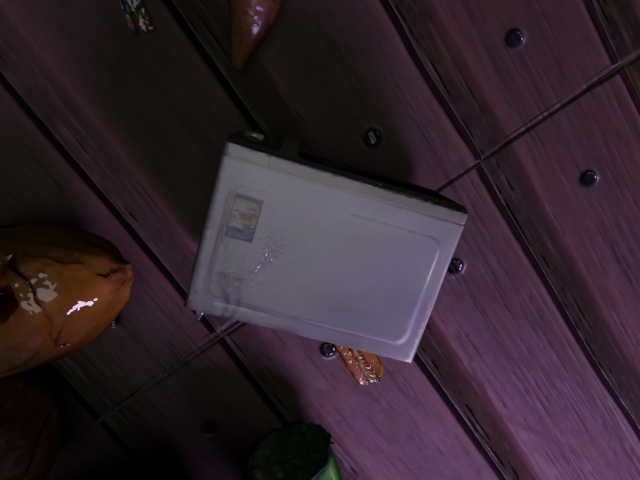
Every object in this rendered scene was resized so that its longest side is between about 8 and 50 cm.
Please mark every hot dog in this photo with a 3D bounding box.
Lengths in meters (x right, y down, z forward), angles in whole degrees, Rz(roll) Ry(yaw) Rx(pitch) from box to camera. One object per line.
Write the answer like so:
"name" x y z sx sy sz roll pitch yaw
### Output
"hot dog" 0.040 0.123 0.549 0.037 0.021 0.083 -29 104 -7

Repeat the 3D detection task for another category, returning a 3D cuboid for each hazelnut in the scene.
"hazelnut" -0.335 0.192 0.479 0.143 0.143 0.154 -42 117 7

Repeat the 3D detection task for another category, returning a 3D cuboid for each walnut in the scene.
"walnut" -0.288 0.054 0.457 0.245 0.137 0.137 -12 105 10

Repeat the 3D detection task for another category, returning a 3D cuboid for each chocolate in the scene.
"chocolate" 0.004 0.357 0.570 0.110 0.110 0.291 -18 107 1

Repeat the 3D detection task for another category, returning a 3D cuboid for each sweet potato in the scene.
"sweet potato" -0.043 -0.256 0.426 0.065 0.051 0.218 22 106 34

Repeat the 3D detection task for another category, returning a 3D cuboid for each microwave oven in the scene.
"microwave oven" 0.000 0.000 0.459 0.205 0.129 0.163 17 105 -8

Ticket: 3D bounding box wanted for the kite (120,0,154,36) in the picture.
"kite" -0.198 -0.303 0.430 0.198 0.006 0.244 -24 104 2
